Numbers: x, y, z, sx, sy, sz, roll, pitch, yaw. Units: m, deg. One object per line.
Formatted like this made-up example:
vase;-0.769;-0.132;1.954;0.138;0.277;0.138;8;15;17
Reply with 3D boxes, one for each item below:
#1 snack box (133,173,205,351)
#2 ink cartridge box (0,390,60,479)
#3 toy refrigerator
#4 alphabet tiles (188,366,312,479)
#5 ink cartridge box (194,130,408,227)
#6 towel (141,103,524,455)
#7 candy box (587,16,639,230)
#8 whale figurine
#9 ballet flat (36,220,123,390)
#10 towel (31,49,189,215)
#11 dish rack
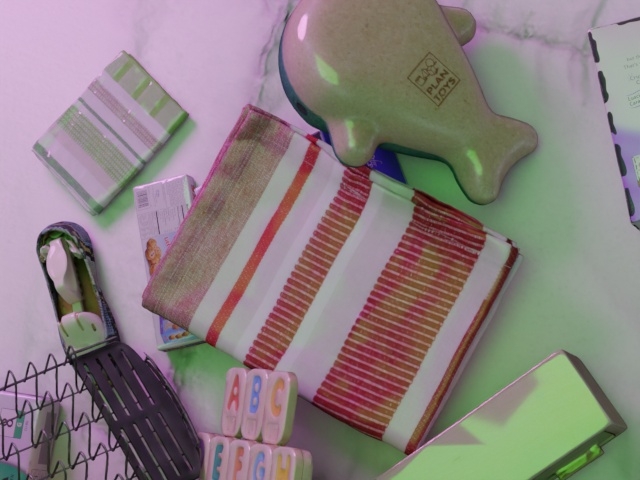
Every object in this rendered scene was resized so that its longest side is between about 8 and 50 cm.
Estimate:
snack box;-0.152;0.023;1.838;0.064;0.022;0.178;-13;77;15
ink cartridge box;-0.399;0.242;1.870;0.225;0.056;0.181;7;83;18
toy refrigerator;0.154;0.221;1.662;0.269;0.102;0.094;-37;72;9
alphabet tiles;-0.078;0.260;1.669;0.021;0.284;0.278;11;84;-22
ink cartridge box;0.000;0.000;1.780;0.208;0.045;0.206;-25;75;11
towel;0.006;0.035;1.729;0.329;0.037;0.237;28;92;19
candy box;0.358;-0.125;1.666;0.165;0.070;0.196;-14;78;16
whale figurine;0.081;-0.144;1.742;0.272;0.141;0.216;39;66;-2
ballet flat;-0.260;0.068;1.844;0.070;0.070;0.188;-24;75;14
towel;-0.226;-0.115;1.888;0.152;0.023;0.113;-46;73;4
dish rack;-0.257;0.199;1.715;0.271;0.074;0.208;-22;64;-25
